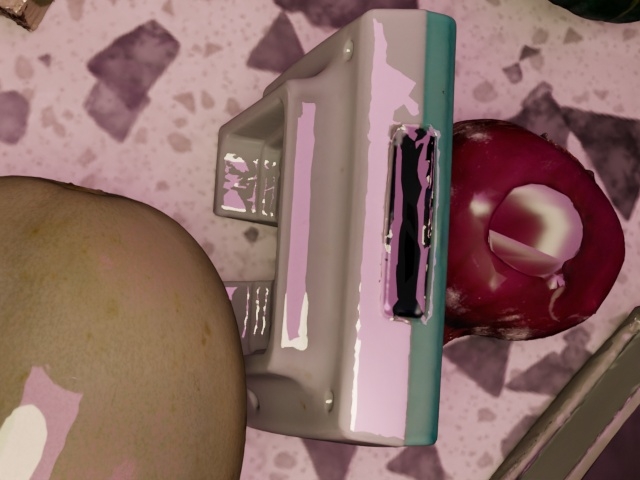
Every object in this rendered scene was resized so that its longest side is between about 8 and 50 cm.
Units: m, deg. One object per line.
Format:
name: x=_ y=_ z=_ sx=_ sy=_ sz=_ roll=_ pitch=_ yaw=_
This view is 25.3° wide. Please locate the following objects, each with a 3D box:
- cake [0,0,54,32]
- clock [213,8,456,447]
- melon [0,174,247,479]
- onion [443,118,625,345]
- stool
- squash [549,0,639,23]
cake: x=-0.244 y=-0.193 z=0.962 sx=0.140 sy=0.055 sz=0.051 roll=26 pitch=83 yaw=-12
clock: x=0.000 y=0.000 z=0.926 sx=0.116 sy=0.231 sz=0.262 roll=4 pitch=83 yaw=-13
melon: x=-0.180 y=0.127 z=0.834 sx=0.268 sy=0.268 sz=0.330 roll=14 pitch=92 yaw=-16
onion: x=0.123 y=0.013 z=1.012 sx=0.173 sy=0.135 sz=0.198 roll=37 pitch=76 yaw=-8
stool: x=0.258 y=0.181 z=0.966 sx=0.170 sy=0.270 sz=0.243 roll=45 pitch=74 yaw=-9
squash: x=0.211 y=-0.262 z=1.042 sx=0.218 sy=0.172 sz=0.218 roll=31 pitch=36 yaw=-26
